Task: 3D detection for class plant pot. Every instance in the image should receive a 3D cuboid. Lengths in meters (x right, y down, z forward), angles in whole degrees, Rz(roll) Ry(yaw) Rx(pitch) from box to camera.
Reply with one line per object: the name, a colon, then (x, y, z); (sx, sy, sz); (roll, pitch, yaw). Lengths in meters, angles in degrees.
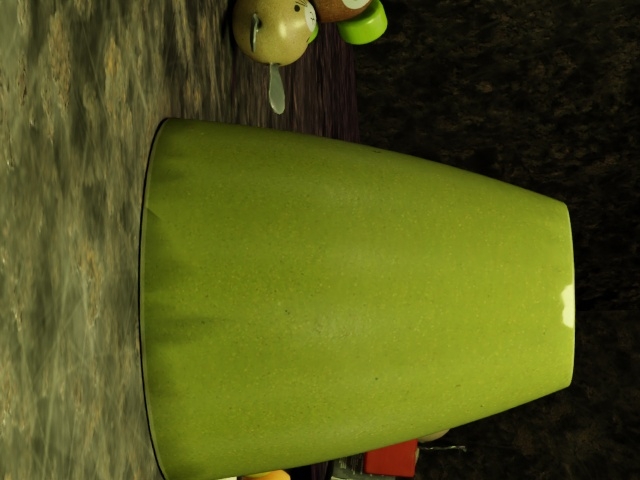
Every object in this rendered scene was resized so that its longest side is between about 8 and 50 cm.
plant pot: (0.036, 0.041, 1.140); (0.275, 0.293, 0.275); (-1, 90, -86)

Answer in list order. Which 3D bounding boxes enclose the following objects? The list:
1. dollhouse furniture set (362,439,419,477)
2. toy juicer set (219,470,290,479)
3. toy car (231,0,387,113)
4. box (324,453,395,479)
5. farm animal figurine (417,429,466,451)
dollhouse furniture set: (0.038, 0.111, 1.894); (0.152, 0.201, 0.374); (-73, 168, -77)
toy juicer set: (-0.046, 0.247, 1.355); (0.329, 0.089, 0.209); (77, 12, -68)
toy car: (-0.027, -0.222, 1.512); (0.188, 0.149, 0.155); (-71, 151, -42)
box: (0.043, 0.388, 2.166); (0.395, 0.097, 0.318); (-77, 175, -72)
farm animal figurine: (0.113, 0.138, 2.103); (0.330, 0.172, 0.327); (-54, -135, 51)
